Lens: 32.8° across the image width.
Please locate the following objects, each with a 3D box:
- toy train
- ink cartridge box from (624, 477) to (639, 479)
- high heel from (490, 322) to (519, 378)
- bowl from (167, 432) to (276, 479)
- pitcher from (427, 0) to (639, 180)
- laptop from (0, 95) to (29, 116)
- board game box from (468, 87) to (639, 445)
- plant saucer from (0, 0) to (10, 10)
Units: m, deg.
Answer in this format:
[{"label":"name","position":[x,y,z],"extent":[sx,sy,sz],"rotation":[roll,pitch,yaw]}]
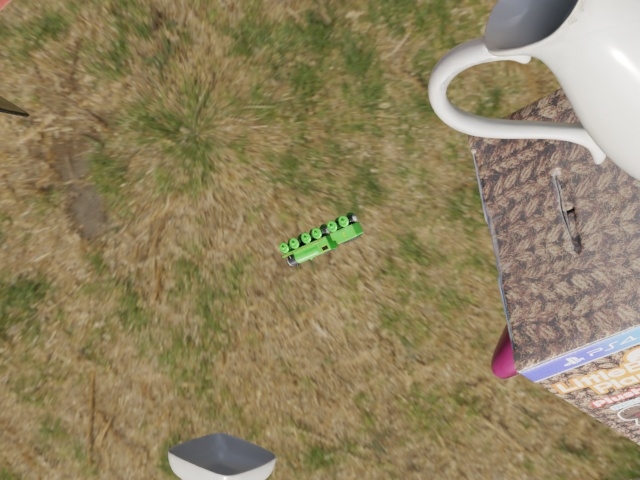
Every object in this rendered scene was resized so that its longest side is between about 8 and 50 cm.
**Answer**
[{"label":"toy train","position":[0.000,0.000,0.885],"extent":[0.083,0.017,0.023],"rotation":[-24,90,37]},{"label":"ink cartridge box","position":[0.292,0.326,1.018],"extent":[0.237,0.172,0.100],"rotation":[-23,99,-33]},{"label":"high heel","position":[0.305,-0.006,1.401],"extent":[0.181,0.127,0.377],"rotation":[41,84,-13]},{"label":"bowl","position":[-0.156,0.360,1.724],"extent":[0.142,0.142,0.053],"rotation":[13,103,36]},{"label":"pitcher","position":[0.190,-0.098,0.692],"extent":[0.207,0.125,0.178],"rotation":[29,134,-25]},{"label":"laptop","position":[-0.585,-0.138,1.044],"extent":[0.382,0.236,0.408],"rotation":[31,66,21]},{"label":"board game box","position":[0.279,0.031,0.945],"extent":[0.141,0.232,0.291],"rotation":[-27,143,29]},{"label":"plant saucer","position":[-0.305,-0.184,0.580],"extent":[0.259,0.048,0.258],"rotation":[53,55,-31]}]
